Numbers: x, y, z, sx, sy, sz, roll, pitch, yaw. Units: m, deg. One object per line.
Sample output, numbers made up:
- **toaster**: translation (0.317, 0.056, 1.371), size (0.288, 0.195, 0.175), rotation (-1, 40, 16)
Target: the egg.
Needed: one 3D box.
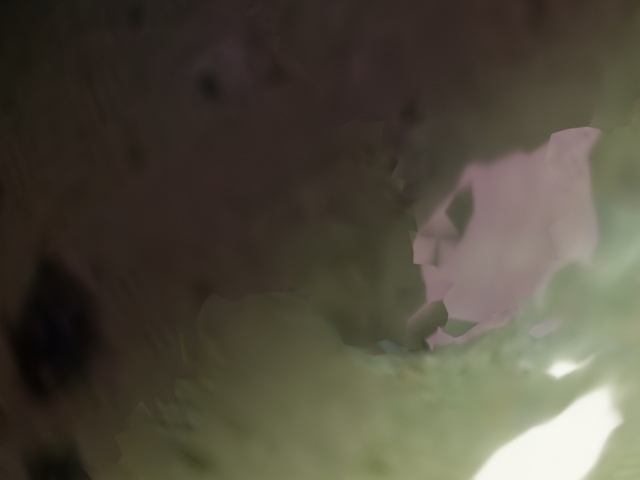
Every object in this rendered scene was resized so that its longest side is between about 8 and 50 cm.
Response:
- **egg**: translation (0.000, 0.000, 0.697), size (0.345, 0.345, 0.428), rotation (10, 132, -34)
